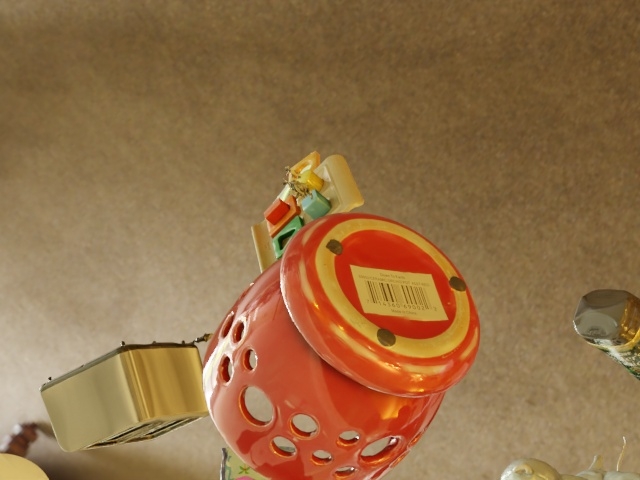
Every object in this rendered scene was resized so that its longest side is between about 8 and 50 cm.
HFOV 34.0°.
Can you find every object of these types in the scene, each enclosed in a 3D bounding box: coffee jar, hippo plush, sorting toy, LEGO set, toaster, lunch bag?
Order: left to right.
[{"bbox_3d":[-0.246,0.204,1.395,0.185,0.168,0.110,-26,74,24],"label":"toaster"},{"bbox_3d":[-0.088,0.366,1.612,0.128,0.096,0.151,3,167,-1],"label":"lunch bag"},{"bbox_3d":[-0.032,-0.084,1.537,0.023,0.054,0.083,-45,51,25],"label":"LEGO set"},{"bbox_3d":[-0.033,-0.048,1.652,0.196,0.348,0.047,-40,118,12],"label":"sorting toy"},{"bbox_3d":[0.457,0.472,1.917,0.236,0.294,0.234,16,148,-8],"label":"hippo plush"},{"bbox_3d":[0.437,0.136,1.458,0.184,0.079,0.096,34,160,-32],"label":"coffee jar"}]

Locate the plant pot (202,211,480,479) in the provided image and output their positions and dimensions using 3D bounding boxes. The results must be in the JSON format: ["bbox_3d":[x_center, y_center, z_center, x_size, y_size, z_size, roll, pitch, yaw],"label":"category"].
[{"bbox_3d":[0.021,0.082,0.843,0.191,0.191,0.174,36,130,4],"label":"plant pot"}]

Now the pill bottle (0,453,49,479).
[{"bbox_3d":[-0.502,0.523,1.637,0.229,0.229,0.408,26,134,15],"label":"pill bottle"}]

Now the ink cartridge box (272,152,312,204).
[{"bbox_3d":[0.000,0.000,1.883,0.097,0.255,0.189,7,148,-24],"label":"ink cartridge box"}]

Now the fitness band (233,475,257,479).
[{"bbox_3d":[-0.104,0.307,0.927,0.054,0.209,0.291,37,167,-8],"label":"fitness band"}]
